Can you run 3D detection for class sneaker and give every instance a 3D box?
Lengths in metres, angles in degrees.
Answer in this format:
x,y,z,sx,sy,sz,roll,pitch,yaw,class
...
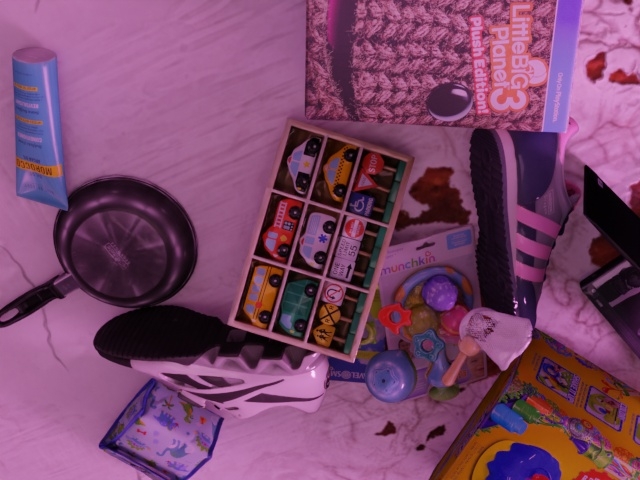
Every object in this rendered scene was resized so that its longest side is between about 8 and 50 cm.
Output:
x,y,z,sx,sy,sz,roll,pitch,yaw,class
-0.148,0.179,1.386,0.330,0.122,0.146,6,124,15,sneaker
0.266,-0.009,1.270,0.131,0.112,0.319,-17,126,-13,sneaker

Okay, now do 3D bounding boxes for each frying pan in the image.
x,y,z,sx,sy,sz,roll,pitch,yaw,class
-0.326,0.020,1.380,0.326,0.053,0.197,-10,114,7,frying pan

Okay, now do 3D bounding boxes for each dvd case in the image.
x,y,z,sx,sy,sz,roll,pitch,yaw,class
0.483,0.056,1.311,0.238,0.029,0.179,-37,102,21,dvd case

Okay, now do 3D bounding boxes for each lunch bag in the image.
x,y,z,sx,sy,sz,roll,pitch,yaw,class
-0.235,0.291,1.482,0.128,0.096,0.151,34,129,-14,lunch bag

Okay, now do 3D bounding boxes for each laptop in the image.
x,y,z,sx,sy,sz,roll,pitch,yaw,class
0.350,0.075,1.198,0.136,0.234,0.264,11,110,12,laptop

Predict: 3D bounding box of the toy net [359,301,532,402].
x,y,z,sx,sy,sz,roll,pitch,yaw,class
0.151,0.124,1.290,0.232,0.045,0.122,-19,85,19,toy net

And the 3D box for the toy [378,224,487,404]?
x,y,z,sx,sy,sz,roll,pitch,yaw,class
0.156,0.109,1.346,0.136,0.056,0.237,-15,119,-11,toy

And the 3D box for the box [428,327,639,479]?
x,y,z,sx,sy,sz,roll,pitch,yaw,class
0.311,0.326,1.351,0.279,0.177,0.290,31,118,8,box

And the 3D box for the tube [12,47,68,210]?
x,y,z,sx,sy,sz,roll,pitch,yaw,class
-0.357,-0.139,1.303,0.080,0.052,0.207,19,123,22,tube

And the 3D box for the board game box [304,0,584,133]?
x,y,z,sx,sy,sz,roll,pitch,yaw,class
0.134,-0.255,1.136,0.290,0.141,0.232,3,117,5,board game box

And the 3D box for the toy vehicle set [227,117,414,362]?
x,y,z,sx,sy,sz,roll,pitch,yaw,class
0.000,0.000,1.276,0.165,0.035,0.267,16,92,-2,toy vehicle set

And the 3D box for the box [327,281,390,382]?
x,y,z,sx,sy,sz,roll,pitch,yaw,class
0.036,0.125,1.393,0.109,0.042,0.178,4,116,4,box
